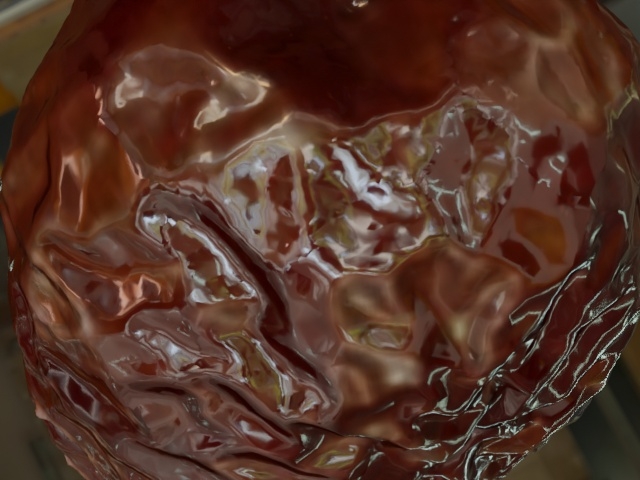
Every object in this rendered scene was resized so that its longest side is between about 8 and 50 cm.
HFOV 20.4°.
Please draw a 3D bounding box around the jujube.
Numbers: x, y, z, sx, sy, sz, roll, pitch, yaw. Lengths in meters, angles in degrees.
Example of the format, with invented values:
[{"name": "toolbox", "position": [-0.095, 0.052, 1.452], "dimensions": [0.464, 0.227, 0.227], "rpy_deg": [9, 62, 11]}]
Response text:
[{"name": "jujube", "position": [0.000, 0.000, 0.583], "dimensions": [0.213, 0.213, 0.232], "rpy_deg": [-25, 150, -19]}]
